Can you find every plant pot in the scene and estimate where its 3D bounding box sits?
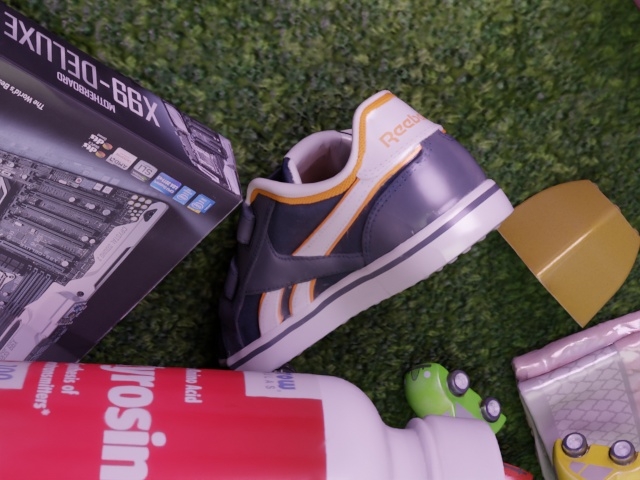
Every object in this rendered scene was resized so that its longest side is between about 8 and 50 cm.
[{"bbox_3d":[0.203,0.001,0.979,0.083,0.081,0.081,-41,128,7],"label":"plant pot"}]

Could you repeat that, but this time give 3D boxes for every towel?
[{"bbox_3d":[0.362,0.176,1.184,0.317,0.053,0.332,-20,133,5],"label":"towel"}]

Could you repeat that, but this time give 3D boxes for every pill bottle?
[{"bbox_3d":[-0.085,0.205,0.869,0.407,0.229,0.229,3,130,-7],"label":"pill bottle"}]

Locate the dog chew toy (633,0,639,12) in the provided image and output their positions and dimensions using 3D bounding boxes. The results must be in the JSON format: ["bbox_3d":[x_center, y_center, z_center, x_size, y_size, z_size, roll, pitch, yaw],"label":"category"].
[{"bbox_3d":[0.318,-0.253,0.709,0.206,0.207,0.332,16,117,-24],"label":"dog chew toy"}]

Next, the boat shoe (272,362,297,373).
[{"bbox_3d":[-0.100,0.194,1.040,0.233,0.079,0.084,-42,119,1],"label":"boat shoe"}]

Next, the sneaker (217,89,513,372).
[{"bbox_3d":[0.000,0.000,0.902,0.127,0.126,0.321,52,138,0],"label":"sneaker"}]

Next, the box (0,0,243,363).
[{"bbox_3d":[-0.248,-0.041,0.837,0.307,0.076,0.242,31,118,-34],"label":"box"}]

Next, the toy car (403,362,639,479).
[{"bbox_3d":[0.158,0.193,1.112,0.225,0.053,0.239,39,143,-20],"label":"toy car"}]
